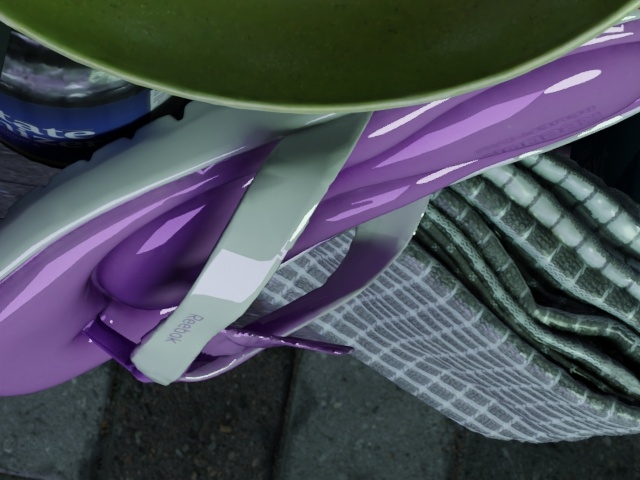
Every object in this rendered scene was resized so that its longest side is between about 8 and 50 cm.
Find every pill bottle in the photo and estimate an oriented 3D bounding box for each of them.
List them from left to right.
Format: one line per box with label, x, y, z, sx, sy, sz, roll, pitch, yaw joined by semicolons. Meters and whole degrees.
pill bottle;-0.101;-0.106;0.760;0.123;0.122;0.219;11;171;-3

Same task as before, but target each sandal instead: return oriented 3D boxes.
sandal;-0.008;-0.003;0.808;0.416;0.102;0.169;-28;158;21

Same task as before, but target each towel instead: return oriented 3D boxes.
towel;0.063;0.008;1.026;0.284;0.121;0.235;33;168;-6

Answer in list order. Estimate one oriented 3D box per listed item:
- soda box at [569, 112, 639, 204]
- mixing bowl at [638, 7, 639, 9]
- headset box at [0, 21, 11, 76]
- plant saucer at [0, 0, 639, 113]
soda box;0.197;-0.035;1.021;0.067;0.071;0.210;11;171;-8
mixing bowl;0.102;-0.122;0.513;0.181;0.098;0.181;10;170;2
headset box;-0.234;-0.092;0.612;0.283;0.246;0.131;4;169;27
plant saucer;-0.010;-0.134;0.418;0.241;0.037;0.241;5;133;5
